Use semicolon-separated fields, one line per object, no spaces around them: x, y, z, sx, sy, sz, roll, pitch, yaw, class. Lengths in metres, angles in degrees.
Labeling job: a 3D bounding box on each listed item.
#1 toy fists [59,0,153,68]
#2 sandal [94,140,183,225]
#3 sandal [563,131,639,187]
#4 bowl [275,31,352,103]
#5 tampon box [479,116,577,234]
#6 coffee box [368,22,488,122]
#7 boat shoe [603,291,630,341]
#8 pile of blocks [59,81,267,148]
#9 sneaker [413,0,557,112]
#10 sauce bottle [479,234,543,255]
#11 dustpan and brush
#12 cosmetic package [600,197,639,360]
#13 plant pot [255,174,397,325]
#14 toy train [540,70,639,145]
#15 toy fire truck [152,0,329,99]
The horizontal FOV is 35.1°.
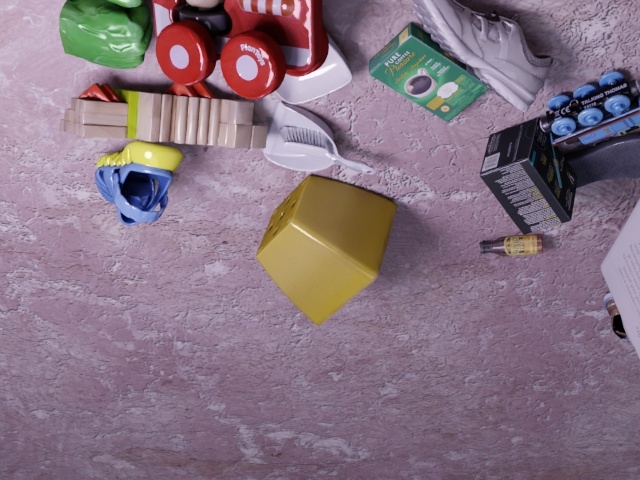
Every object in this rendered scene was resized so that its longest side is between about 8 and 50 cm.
-0.334;-0.384;1.596;0.142;0.096;0.279;18;142;7;toy fists
-0.352;-0.092;1.872;0.126;0.138;0.317;12;170;-20;sandal
0.527;-0.155;1.855;0.254;0.054;0.097;-10;133;32;sandal
-0.030;-0.305;1.702;0.142;0.053;0.142;-19;136;25;bowl
0.379;-0.115;1.826;0.101;0.120;0.161;-18;125;36;tampon box
0.186;-0.284;1.720;0.184;0.040;0.113;26;136;-26;coffee box
0.676;0.187;2.253;0.066;0.066;0.183;-20;136;27;boat shoe
-0.274;-0.234;1.795;0.362;0.149;0.112;4;100;-14;pile of blocks
0.264;-0.333;1.634;0.281;0.105;0.115;35;98;-28;sneaker
0.391;0.012;2.076;0.128;0.042;0.042;-6;141;10;sauce bottle
0.003;-0.167;1.868;0.211;0.060;0.147;12;141;-10;dustpan and brush
0.763;0.050;1.817;0.327;0.329;0.393;-4;144;-13;cosmetic package
0.000;0.000;1.980;0.187;0.212;0.212;34;135;-15;plant pot
0.476;-0.219;1.749;0.184;0.080;0.105;-23;140;30;toy train
-0.124;-0.368;1.535;0.302;0.169;0.254;15;120;26;toy fire truck
